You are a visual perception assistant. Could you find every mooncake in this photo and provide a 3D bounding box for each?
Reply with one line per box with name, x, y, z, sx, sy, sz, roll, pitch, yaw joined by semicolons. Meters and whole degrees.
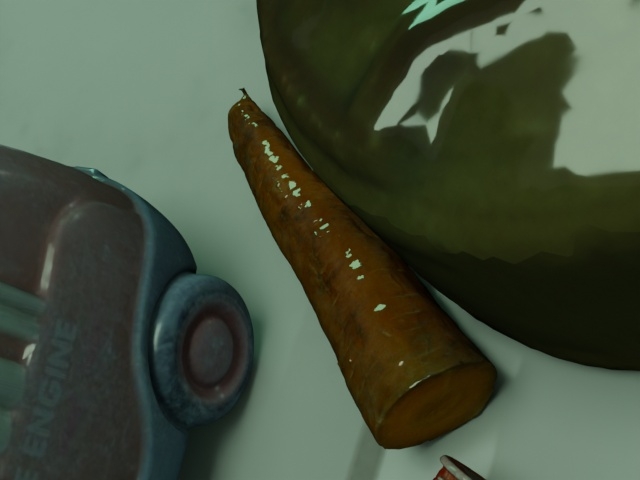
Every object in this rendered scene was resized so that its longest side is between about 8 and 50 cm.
mooncake;0.110;-0.104;0.437;0.284;0.155;0.285;-16;62;31

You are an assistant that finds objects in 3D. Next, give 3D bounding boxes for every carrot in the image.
carrot;0.000;0.000;0.536;0.057;0.057;0.224;-44;48;10

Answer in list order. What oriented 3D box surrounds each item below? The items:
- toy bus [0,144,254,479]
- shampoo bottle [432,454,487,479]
toy bus;-0.184;0.086;0.504;0.197;0.231;0.294;3;70;36
shampoo bottle;0.002;0.184;0.445;0.108;0.051;0.221;35;92;42
